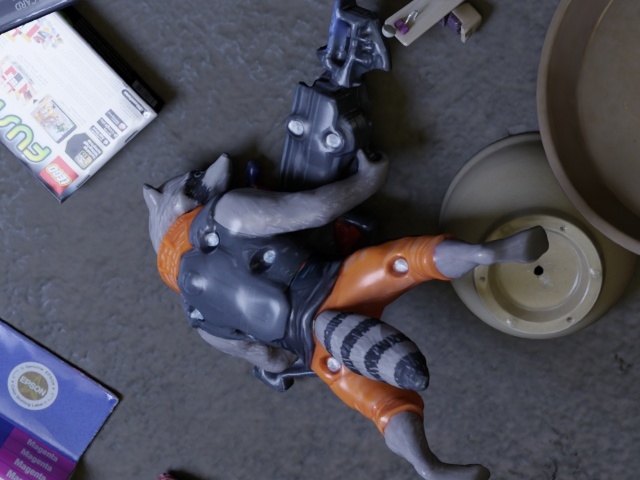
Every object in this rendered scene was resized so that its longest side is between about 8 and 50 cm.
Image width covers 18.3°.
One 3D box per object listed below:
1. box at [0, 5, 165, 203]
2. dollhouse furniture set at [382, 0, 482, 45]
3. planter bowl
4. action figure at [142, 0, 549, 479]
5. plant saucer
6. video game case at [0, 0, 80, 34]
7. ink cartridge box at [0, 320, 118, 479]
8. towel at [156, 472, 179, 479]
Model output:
[{"bbox_3d":[-0.235,-0.142,1.562,0.114,0.036,0.207,-40,100,18],"label":"box"},{"bbox_3d":[0.056,-0.195,1.493,0.081,0.091,0.114,-38,71,-10],"label":"dollhouse furniture set"},{"bbox_3d":[0.168,0.009,1.526,0.162,0.109,0.162,2,109,6],"label":"planter bowl"},{"bbox_3d":[0.000,0.000,1.481,0.330,0.178,0.341,20,116,34],"label":"action figure"},{"bbox_3d":[0.288,-0.116,1.436,0.278,0.041,0.278,-5,80,32],"label":"plant saucer"},{"bbox_3d":[-0.228,-0.299,1.431,0.196,0.026,0.274,-19,92,24],"label":"video game case"},{"bbox_3d":[-0.391,0.182,1.680,0.324,0.071,0.330,32,111,-4],"label":"ink cartridge box"},{"bbox_3d":[-0.103,0.379,1.730,0.237,0.037,0.329,27,112,-5],"label":"towel"}]
